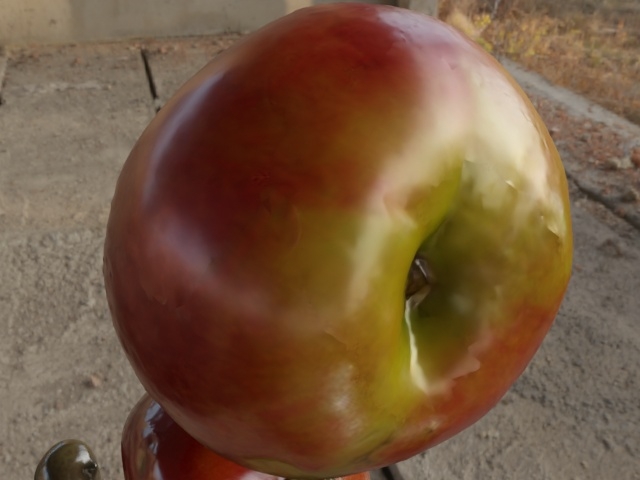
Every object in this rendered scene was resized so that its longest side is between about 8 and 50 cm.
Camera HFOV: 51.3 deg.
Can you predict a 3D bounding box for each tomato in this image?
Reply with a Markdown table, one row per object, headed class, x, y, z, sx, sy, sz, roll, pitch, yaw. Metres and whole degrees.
| class | x | y | z | sx | sy | sz | roll | pitch | yaw |
| --- | --- | --- | --- | --- | --- | --- | --- | --- | --- |
| tomato | -0.087 | 0.293 | 0.782 | 0.293 | 0.325 | 0.289 | -16 | 9 | -34 |

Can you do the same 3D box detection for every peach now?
| class | x | y | z | sx | sy | sz | roll | pitch | yaw |
| --- | --- | --- | --- | --- | --- | --- | --- | --- | --- |
| peach | 0.000 | 0.000 | 0.566 | 0.388 | 0.388 | 0.388 | 1 | 32 | 0 |

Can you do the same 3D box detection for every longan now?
| class | x | y | z | sx | sy | sz | roll | pitch | yaw |
| --- | --- | --- | --- | --- | --- | --- | --- | --- | --- |
| longan | -0.387 | 0.364 | 1.033 | 0.113 | 0.113 | 0.092 | 15 | 3 | 21 |
